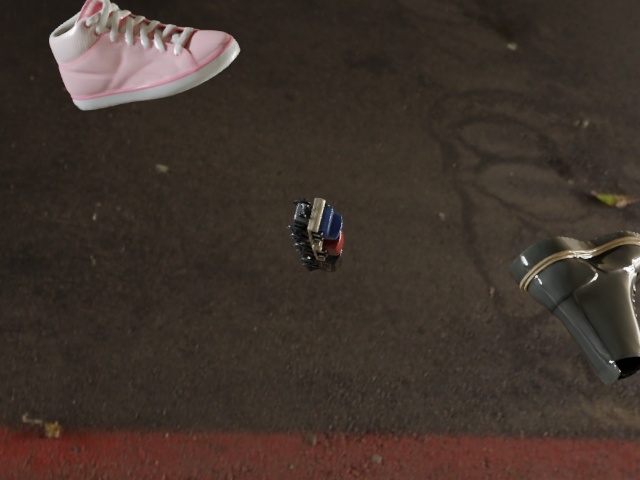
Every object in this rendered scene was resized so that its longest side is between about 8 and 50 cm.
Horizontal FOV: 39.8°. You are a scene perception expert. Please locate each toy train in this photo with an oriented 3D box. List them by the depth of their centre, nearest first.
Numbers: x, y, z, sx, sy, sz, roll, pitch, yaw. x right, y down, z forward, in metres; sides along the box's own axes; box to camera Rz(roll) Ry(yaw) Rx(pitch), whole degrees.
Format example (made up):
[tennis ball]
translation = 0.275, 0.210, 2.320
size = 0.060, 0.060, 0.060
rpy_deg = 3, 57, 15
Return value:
[toy train]
translation = 0.000, 0.000, 0.661
size = 0.036, 0.158, 0.027
rpy_deg = 13, 78, 7

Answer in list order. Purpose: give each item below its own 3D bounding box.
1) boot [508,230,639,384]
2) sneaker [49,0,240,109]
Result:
[boot]
translation = 0.275, 0.066, 0.815
size = 0.198, 0.077, 0.137
rpy_deg = -6, 51, -37
[sneaker]
translation = -0.128, -0.137, 0.612
size = 0.134, 0.070, 0.051
rpy_deg = -9, 36, 20
